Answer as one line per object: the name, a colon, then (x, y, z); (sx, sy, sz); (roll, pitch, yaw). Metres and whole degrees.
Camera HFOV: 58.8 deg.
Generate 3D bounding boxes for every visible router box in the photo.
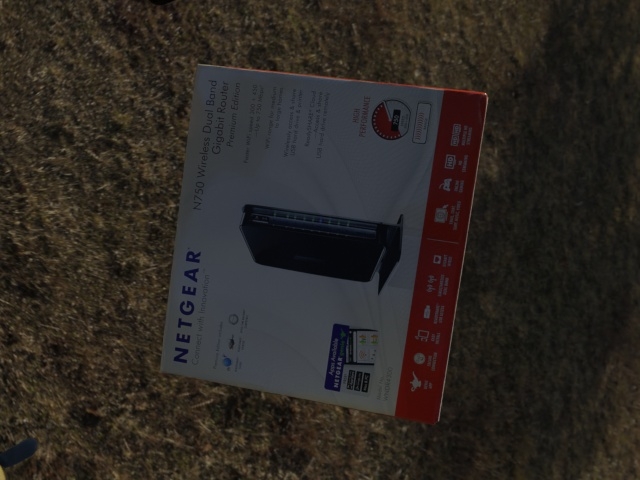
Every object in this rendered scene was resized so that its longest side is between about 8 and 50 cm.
router box: (0.000, 0.000, 0.616); (0.082, 0.301, 0.335); (-17, 114, -81)

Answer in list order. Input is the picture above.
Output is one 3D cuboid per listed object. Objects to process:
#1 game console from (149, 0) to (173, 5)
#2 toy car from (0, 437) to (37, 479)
game console: (-0.119, -0.279, 0.471); (0.107, 0.071, 0.122); (-55, 141, -22)
toy car: (-0.463, 0.337, 0.752); (0.188, 0.149, 0.155); (5, 77, -53)
